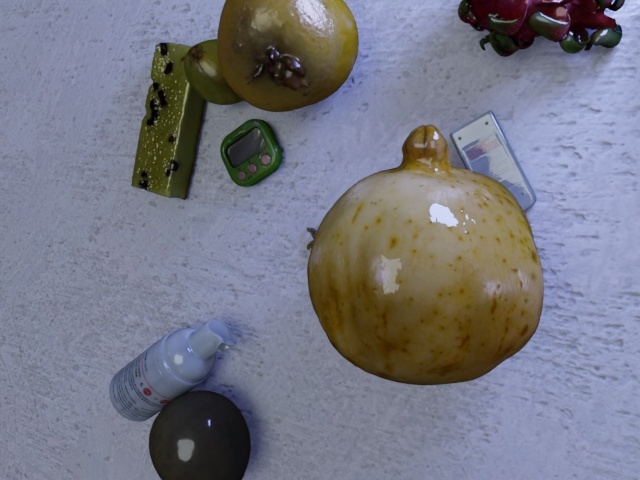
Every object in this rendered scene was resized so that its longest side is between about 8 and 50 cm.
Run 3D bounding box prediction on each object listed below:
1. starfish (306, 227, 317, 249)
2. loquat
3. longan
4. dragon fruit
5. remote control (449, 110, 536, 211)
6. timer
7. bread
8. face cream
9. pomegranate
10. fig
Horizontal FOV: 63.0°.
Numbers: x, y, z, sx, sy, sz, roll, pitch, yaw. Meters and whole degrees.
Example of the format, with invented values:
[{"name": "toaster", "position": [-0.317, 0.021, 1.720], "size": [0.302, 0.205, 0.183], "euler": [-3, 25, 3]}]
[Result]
[{"name": "starfish", "position": [0.000, 0.000, 1.115], "size": [0.091, 0.028, 0.078], "euler": [45, 115, 22]}, {"name": "loquat", "position": [-0.061, -0.368, 0.978], "size": [0.274, 0.275, 0.275], "euler": [2, 95, 27]}, {"name": "longan", "position": [-0.273, 0.471, 1.194], "size": [0.248, 0.248, 0.248], "euler": [2, 95, 27]}, {"name": "dragon fruit", "position": [0.340, -0.398, 0.814], "size": [0.272, 0.198, 0.218], "euler": [19, 94, 24]}, {"name": "remote control", "position": [0.312, -0.131, 0.942], "size": [0.087, 0.029, 0.190], "euler": [-29, 81, 26]}, {"name": "timer", "position": [-0.154, -0.195, 1.167], "size": [0.140, 0.047, 0.128], "euler": [-29, 83, 26]}, {"name": "bread", "position": [-0.355, -0.286, 1.245], "size": [0.138, 0.077, 0.361], "euler": [19, 103, 24]}, {"name": "face cream", "position": [-0.338, 0.292, 1.251], "size": [0.369, 0.145, 0.145], "euler": [-36, 78, 24]}, {"name": "pomegranate", "position": [0.163, 0.023, 0.840], "size": [0.410, 0.410, 0.410], "euler": [2, 95, 27]}, {"name": "fig", "position": [-0.220, -0.367, 1.142], "size": [0.121, 0.153, 0.136], "euler": [148, 123, -67]}]
